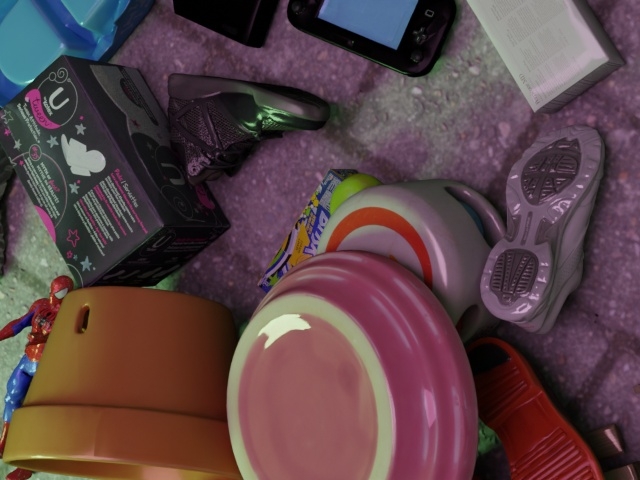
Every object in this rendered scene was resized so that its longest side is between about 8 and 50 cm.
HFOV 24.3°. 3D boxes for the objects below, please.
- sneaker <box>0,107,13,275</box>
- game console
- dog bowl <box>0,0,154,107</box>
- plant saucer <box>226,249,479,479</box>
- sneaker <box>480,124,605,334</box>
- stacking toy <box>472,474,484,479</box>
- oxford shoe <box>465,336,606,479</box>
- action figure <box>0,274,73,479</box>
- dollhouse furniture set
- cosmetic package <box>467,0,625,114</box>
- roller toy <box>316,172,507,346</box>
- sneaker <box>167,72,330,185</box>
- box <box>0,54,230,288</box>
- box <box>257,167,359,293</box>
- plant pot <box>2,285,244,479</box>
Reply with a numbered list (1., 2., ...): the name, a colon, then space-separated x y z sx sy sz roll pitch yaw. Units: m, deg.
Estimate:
1. sneaker: -0.477 -0.075 1.951 0.115 0.105 0.281 14 99 28
2. game console: -0.004 -0.305 1.706 0.361 0.044 0.213 26 105 26
3. dog bowl: -0.314 -0.288 1.867 0.297 0.074 0.166 -46 71 24
4. plant saucer: 0.013 0.176 1.525 0.332 0.084 0.332 2 92 47
5. sneaker: 0.241 -0.008 1.556 0.090 0.115 0.232 16 74 34
6. stacking toy: 0.238 0.352 1.556 0.302 0.175 0.165 14 94 15
7. oxford shoe: 0.242 0.220 1.537 0.097 0.098 0.271 -35 62 20
8. action figure: -0.387 0.174 1.899 0.091 0.139 0.280 27 102 25
9. dollhouse furniture set: 0.315 0.169 1.512 0.161 0.101 0.181 -24 80 28
10. cosmetic package: 0.214 -0.259 1.574 0.099 0.060 0.239 -35 75 24
11. roller toy: 0.106 0.033 1.600 0.191 0.146 0.209 7 100 39
12. sneaker: -0.087 -0.123 1.740 0.228 0.087 0.130 9 98 32
13. box: -0.249 -0.081 1.788 0.142 0.163 0.247 -36 75 22
14. box: 0.000 0.000 1.708 0.054 0.059 0.169 42 111 23
15. plant pot: -0.208 0.171 1.727 0.291 0.291 0.203 -2 75 30
